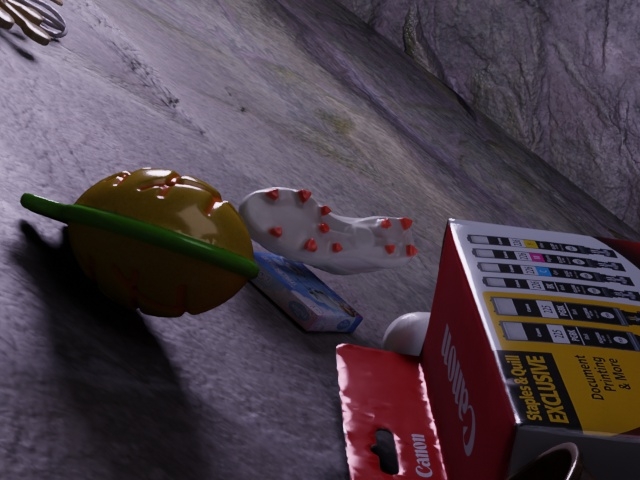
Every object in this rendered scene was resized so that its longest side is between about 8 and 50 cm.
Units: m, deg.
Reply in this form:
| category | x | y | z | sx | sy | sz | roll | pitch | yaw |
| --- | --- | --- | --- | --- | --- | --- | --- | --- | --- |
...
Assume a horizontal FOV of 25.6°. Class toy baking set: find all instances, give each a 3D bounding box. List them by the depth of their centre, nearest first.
| category | x | y | z | sx | sy | sz | roll | pitch | yaw |
| --- | --- | --- | --- | --- | --- | --- | --- | --- | --- |
| toy baking set | -0.350 | -0.260 | 1.428 | 0.196 | 0.030 | 0.256 | 36 | 14 | -9 |

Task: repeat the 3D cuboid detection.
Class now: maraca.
| category | x | y | z | sx | sy | sz | roll | pitch | yaw |
| --- | --- | --- | --- | --- | --- | --- | --- | --- | --- |
| maraca | -0.125 | -0.003 | 0.970 | 0.185 | 0.099 | 0.127 | 15 | -9 | 36 |

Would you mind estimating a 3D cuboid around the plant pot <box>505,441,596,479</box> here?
| category | x | y | z | sx | sy | sz | roll | pitch | yaw |
| --- | --- | --- | --- | --- | --- | --- | --- | --- | --- |
| plant pot | 0.133 | 0.221 | 0.724 | 0.165 | 0.167 | 0.167 | 44 | 14 | 3 |

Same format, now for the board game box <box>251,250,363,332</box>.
| category | x | y | z | sx | sy | sz | roll | pitch | yaw |
| --- | --- | --- | --- | --- | --- | --- | --- | --- | --- |
| board game box | -0.017 | 0.044 | 1.210 | 0.090 | 0.020 | 0.090 | 41 | 15 | 23 |

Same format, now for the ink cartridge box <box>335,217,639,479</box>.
| category | x | y | z | sx | sy | sz | roll | pitch | yaw |
| --- | --- | --- | --- | --- | --- | --- | --- | --- | --- |
| ink cartridge box | 0.158 | 0.107 | 0.960 | 0.271 | 0.130 | 0.309 | 7 | 23 | -7 |

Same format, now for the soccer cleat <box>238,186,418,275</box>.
| category | x | y | z | sx | sy | sz | roll | pitch | yaw |
| --- | --- | --- | --- | --- | --- | --- | --- | --- | --- |
| soccer cleat | 0.000 | 0.000 | 1.253 | 0.196 | 0.076 | 0.068 | 11 | 65 | -38 |

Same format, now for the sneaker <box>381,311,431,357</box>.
| category | x | y | z | sx | sy | sz | roll | pitch | yaw |
| --- | --- | --- | --- | --- | --- | --- | --- | --- | --- |
| sneaker | 0.092 | 0.097 | 1.218 | 0.094 | 0.080 | 0.212 | 30 | 2 | 33 |
